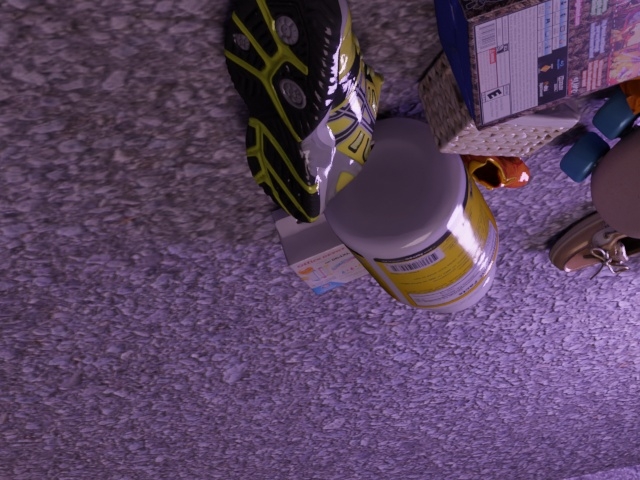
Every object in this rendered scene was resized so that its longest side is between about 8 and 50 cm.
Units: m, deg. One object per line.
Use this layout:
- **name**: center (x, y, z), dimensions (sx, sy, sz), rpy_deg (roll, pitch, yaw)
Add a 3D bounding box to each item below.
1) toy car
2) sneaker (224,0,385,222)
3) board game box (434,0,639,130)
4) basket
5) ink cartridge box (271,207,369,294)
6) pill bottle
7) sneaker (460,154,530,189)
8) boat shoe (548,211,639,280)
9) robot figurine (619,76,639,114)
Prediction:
- **toy car**: center (0.508, -0.127, 1.865), dimensions (0.238, 0.219, 0.210), rpy_deg (-37, 166, -32)
- **sneaker**: center (-0.007, -0.182, 1.476), dimensions (0.147, 0.145, 0.385), rpy_deg (-43, 160, -23)
- **board game box**: center (0.277, -0.274, 1.428), dimensions (0.291, 0.141, 0.232), rpy_deg (-19, 154, 0)
- **basket**: center (0.214, -0.172, 1.624), dimensions (0.167, 0.113, 0.103), rpy_deg (1, 152, -35)
- **ink cartridge box**: center (0.000, 0.000, 1.841), dimensions (0.092, 0.090, 0.143), rpy_deg (-23, 154, 10)
- **pill bottle**: center (0.135, -0.018, 1.785), dimensions (0.188, 0.188, 0.334), rpy_deg (-23, 154, 10)
- **sneaker**: center (0.241, -0.094, 1.843), dimensions (0.064, 0.067, 0.175), rpy_deg (-35, 151, 27)
- **boat shoe**: center (0.511, -0.009, 2.156), dimensions (0.285, 0.089, 0.104), rpy_deg (-27, 153, 18)
- **robot figurine**: center (0.504, -0.267, 1.655), dimensions (0.291, 0.085, 0.211), rpy_deg (-25, 154, 15)
